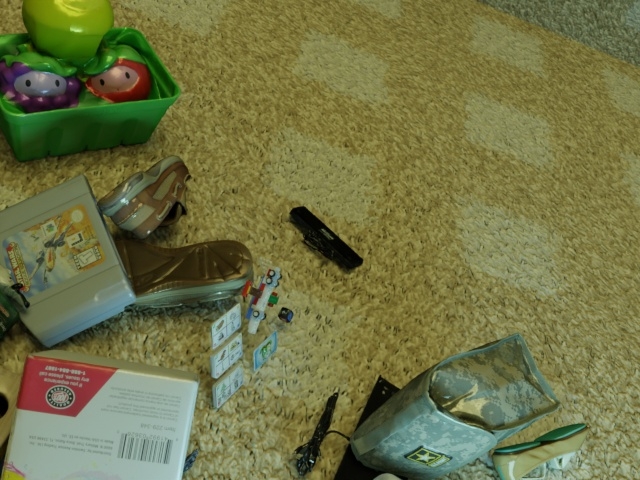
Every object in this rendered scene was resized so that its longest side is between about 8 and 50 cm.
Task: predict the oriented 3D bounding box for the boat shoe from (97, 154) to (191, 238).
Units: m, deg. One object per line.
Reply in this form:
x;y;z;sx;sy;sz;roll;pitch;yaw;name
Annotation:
-0.319;-0.076;1.486;0.116;0.123;0.324;51;19;-7;boat shoe

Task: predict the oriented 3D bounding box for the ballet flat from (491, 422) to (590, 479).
0.417;0.403;1.439;0.232;0.080;0.073;-8;81;-27;ballet flat

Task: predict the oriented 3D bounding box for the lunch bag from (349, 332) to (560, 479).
0.214;0.292;1.288;0.287;0.235;0.169;-9;64;-38;lunch bag

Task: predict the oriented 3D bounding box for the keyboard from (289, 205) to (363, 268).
0.000;0.000;1.656;0.192;0.038;0.100;42;23;18;keyboard

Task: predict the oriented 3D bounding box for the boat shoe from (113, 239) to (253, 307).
-0.291;0.075;1.393;0.341;0.110;0.121;-1;58;-2;boat shoe

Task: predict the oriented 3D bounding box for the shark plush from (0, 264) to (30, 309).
-0.539;0.074;1.282;0.161;0.067;0.073;19;17;13;shark plush

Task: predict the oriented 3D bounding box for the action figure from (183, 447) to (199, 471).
-0.304;0.256;1.181;0.276;0.164;0.141;39;85;7;action figure

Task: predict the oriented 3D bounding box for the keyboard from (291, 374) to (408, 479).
0.066;0.362;1.335;0.201;0.033;0.317;34;43;-1;keyboard

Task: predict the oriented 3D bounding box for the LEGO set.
-0.129;0.151;1.355;0.060;0.182;0.244;19;36;25;LEGO set

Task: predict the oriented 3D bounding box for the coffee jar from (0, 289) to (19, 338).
-0.559;0.156;1.187;0.079;0.096;0.184;2;46;29;coffee jar

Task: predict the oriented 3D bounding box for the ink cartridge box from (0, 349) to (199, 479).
-0.299;0.314;1.024;0.226;0.131;0.306;11;85;-8;ink cartridge box

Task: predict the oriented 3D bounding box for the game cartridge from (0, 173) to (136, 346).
-0.458;0.031;1.338;0.198;0.062;0.297;-25;58;-12;game cartridge

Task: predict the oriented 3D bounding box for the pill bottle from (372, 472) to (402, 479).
0.162;0.466;1.201;0.215;0.117;0.117;33;43;-9;pill bottle

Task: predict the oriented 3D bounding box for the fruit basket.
-0.491;-0.376;1.543;0.392;0.392;0.283;-15;57;-34;fruit basket

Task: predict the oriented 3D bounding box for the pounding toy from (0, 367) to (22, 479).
-0.471;0.282;1.059;0.094;0.181;0.206;23;44;-3;pounding toy
